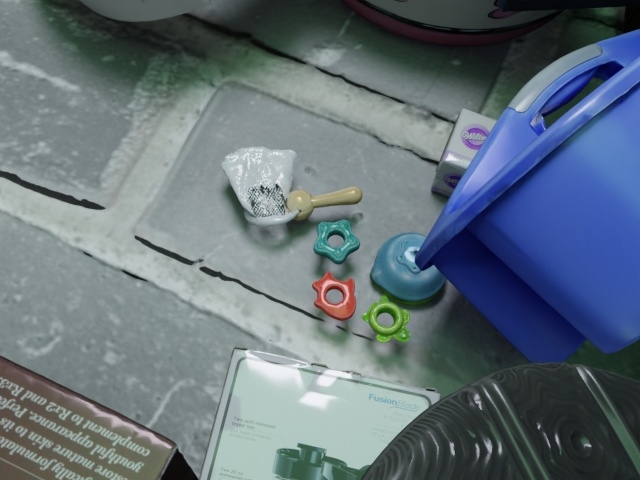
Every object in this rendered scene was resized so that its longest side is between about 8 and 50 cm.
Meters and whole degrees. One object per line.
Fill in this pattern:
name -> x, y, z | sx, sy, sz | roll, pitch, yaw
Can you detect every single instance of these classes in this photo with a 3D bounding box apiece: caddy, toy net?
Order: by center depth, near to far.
caddy -> 0.223, -0.060, 0.568 | 0.341, 0.241, 0.179 | -36, 81, -15
toy net -> 0.000, 0.000, 0.701 | 0.232, 0.045, 0.122 | 31, 69, 12

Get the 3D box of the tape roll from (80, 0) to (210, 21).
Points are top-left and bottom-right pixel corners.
tape roll -> -0.134, -0.399, 0.749 | 0.391, 0.072, 0.392 | -12, 66, 27

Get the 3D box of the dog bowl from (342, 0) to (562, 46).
dog bowl -> 0.150, -0.389, 0.827 | 0.407, 0.150, 0.408 | 1, 65, -3

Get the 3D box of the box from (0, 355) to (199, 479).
box -> -0.194, 0.194, 0.513 | 0.168, 0.203, 0.167 | 24, 66, 7

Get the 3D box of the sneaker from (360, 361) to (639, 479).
sneaker -> 0.136, 0.194, 0.475 | 0.447, 0.257, 0.169 | -3, 56, -41

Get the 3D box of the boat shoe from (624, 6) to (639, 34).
boat shoe -> 0.386, -0.171, 0.784 | 0.095, 0.095, 0.258 | 3, 71, -17

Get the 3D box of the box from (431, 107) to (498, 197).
box -> 0.268, -0.028, 0.717 | 0.323, 0.063, 0.067 | 22, 67, 6

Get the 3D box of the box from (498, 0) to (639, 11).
box -> 0.226, -0.392, 0.590 | 0.182, 0.294, 0.297 | -4, 65, -6

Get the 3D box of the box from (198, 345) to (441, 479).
box -> -0.018, 0.241, 0.566 | 0.169, 0.087, 0.290 | 11, 66, 2
